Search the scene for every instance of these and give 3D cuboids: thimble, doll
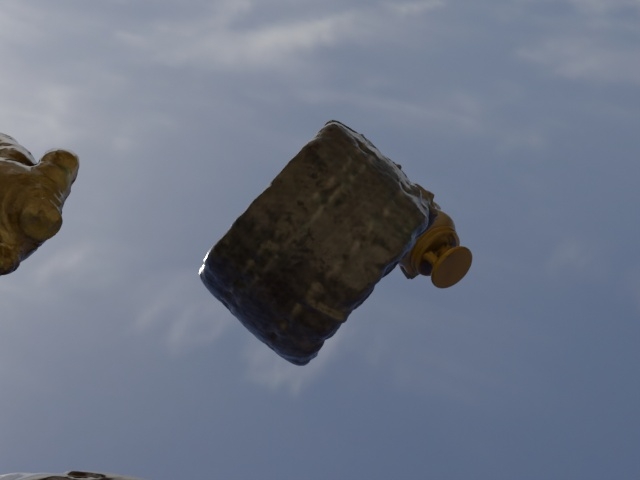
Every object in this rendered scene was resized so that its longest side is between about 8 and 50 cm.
[{"bbox_3d":[-0.002,0.002,1.126,0.098,0.150,0.150,41,-146,2],"label":"thimble"},{"bbox_3d":[0.084,-0.002,1.628,0.073,0.084,0.127,-21,-134,-28],"label":"doll"}]

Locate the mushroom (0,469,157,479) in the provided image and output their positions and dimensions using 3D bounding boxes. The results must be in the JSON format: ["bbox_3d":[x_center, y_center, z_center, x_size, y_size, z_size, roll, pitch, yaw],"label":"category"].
[{"bbox_3d":[-0.130,0.250,0.950,0.254,0.267,0.267,-30,-129,-22],"label":"mushroom"}]

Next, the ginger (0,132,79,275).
[{"bbox_3d":[-0.173,0.023,0.667,0.052,0.176,0.193,51,-161,-38],"label":"ginger"}]
